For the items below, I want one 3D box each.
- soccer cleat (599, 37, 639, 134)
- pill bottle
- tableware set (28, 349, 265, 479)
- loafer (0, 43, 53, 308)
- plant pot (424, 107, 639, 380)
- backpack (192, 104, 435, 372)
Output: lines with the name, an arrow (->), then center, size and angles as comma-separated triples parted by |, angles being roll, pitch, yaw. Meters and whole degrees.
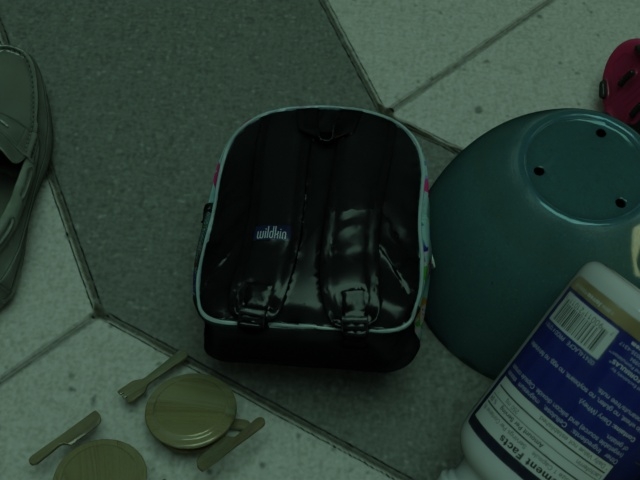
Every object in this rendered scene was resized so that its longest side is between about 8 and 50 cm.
soccer cleat -> 0.427, -0.088, 1.310 | 0.143, 0.116, 0.331 | 6, 45, -36
pill bottle -> 0.218, 0.163, 1.044 | 0.153, 0.153, 0.265 | 39, 99, 18
tableware set -> -0.162, 0.198, 1.116 | 0.194, 0.039, 0.128 | -35, 54, -28
loafer -> -0.339, -0.082, 1.229 | 0.112, 0.111, 0.320 | -1, 59, -5
plant pot -> 0.242, -0.018, 1.188 | 0.290, 0.195, 0.290 | 2, 59, -3
backpack -> 0.000, 0.000, 1.157 | 0.225, 0.191, 0.254 | 2, 66, 5
